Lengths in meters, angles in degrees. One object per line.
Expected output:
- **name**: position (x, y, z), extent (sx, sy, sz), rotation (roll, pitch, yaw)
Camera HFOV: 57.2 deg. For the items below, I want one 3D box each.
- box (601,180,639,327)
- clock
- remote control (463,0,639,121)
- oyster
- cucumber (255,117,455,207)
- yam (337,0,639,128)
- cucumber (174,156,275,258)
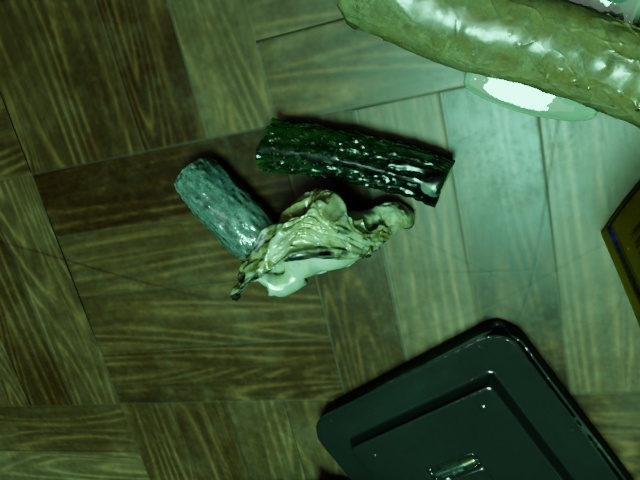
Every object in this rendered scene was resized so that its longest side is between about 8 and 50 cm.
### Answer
- **box**: position (0.378, 0.069, 0.435), extent (0.301, 0.193, 0.084), rotation (29, 116, 5)
- **clock**: position (0.166, 0.255, 0.658), extent (0.279, 0.049, 0.273), rotation (-35, 98, 27)
- **remote control**: position (0.208, -0.238, 0.454), extent (0.123, 0.038, 0.285), rotation (20, 116, 9)
- **oyster**: position (0.000, 0.000, 0.583), extent (0.191, 0.163, 0.081), rotation (-10, 72, -16)
- **cucumber**: position (0.033, -0.077, 0.566), extent (0.187, 0.058, 0.058), rotation (13, 114, 12)
- **yam**: position (0.184, -0.138, 0.448), extent (0.356, 0.081, 0.081), rotation (24, 116, 3)
- **cucumber**: position (-0.103, -0.034, 0.623), extent (0.112, 0.064, 0.064), rotation (45, 117, -3)
